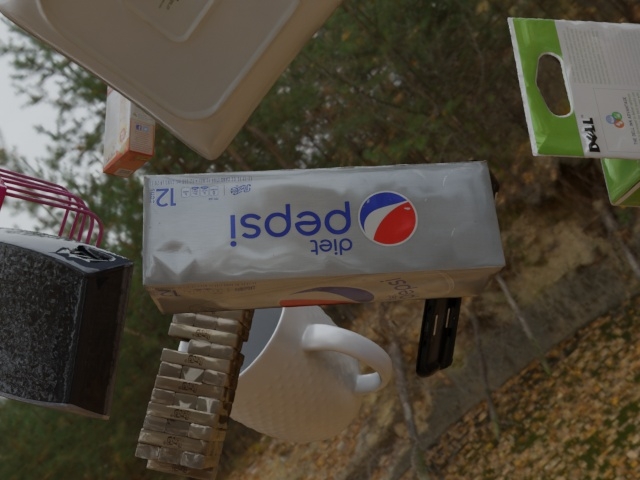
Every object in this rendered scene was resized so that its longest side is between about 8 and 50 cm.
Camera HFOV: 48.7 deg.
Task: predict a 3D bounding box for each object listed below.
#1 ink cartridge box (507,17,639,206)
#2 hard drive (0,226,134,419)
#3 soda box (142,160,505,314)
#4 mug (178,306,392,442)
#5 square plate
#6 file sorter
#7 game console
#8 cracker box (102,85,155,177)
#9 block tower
[{"bbox_3d":[0.324,-0.140,0.778,0.097,0.256,0.188,107,164,-63],"label":"ink cartridge box"},{"bbox_3d":[-0.306,0.076,0.715,0.054,0.255,0.171,9,-89,-60],"label":"hard drive"},{"bbox_3d":[0.000,0.000,0.599,0.287,0.098,0.091,-3,-20,-4],"label":"soda box"},{"bbox_3d":[-0.036,0.245,1.386,0.374,0.328,0.276,-15,45,38],"label":"mug"},{"bbox_3d":[-0.181,-0.306,0.865,0.347,0.344,0.049,-46,19,27],"label":"square plate"},{"bbox_3d":[-0.504,0.000,1.205,0.291,0.182,0.202,26,98,58],"label":"file sorter"},{"bbox_3d":[0.193,0.053,1.133,0.213,0.044,0.361,-11,-67,-44],"label":"game console"},{"bbox_3d":[-0.442,-0.280,1.641,0.067,0.232,0.156,10,-20,-35],"label":"cracker box"},{"bbox_3d":[-0.149,0.137,0.931,0.097,0.091,0.335,74,-153,-74],"label":"block tower"}]
